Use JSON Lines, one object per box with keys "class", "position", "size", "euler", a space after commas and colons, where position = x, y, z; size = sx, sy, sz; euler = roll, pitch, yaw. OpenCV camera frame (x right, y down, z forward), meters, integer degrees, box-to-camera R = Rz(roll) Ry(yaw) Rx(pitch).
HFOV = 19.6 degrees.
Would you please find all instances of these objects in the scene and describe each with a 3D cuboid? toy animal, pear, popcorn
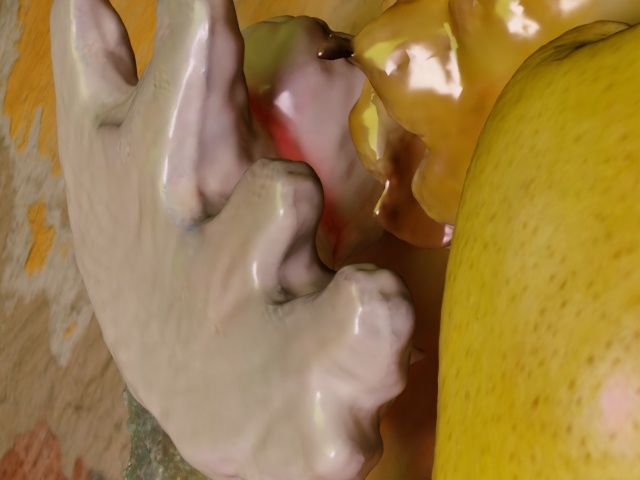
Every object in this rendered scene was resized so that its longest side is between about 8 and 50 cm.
{"class": "toy animal", "position": [0.000, 0.000, 0.915], "size": [0.308, 0.188, 0.266], "euler": [1, 83, 54]}
{"class": "pear", "position": [0.154, 0.067, 0.539], "size": [0.336, 0.285, 0.285], "euler": [40, 116, 21]}
{"class": "popcorn", "position": [0.116, -0.092, 0.750], "size": [0.253, 0.191, 0.190], "euler": [-36, 29, 27]}

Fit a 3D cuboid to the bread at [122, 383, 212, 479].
{"class": "bread", "position": [-0.074, 0.127, 1.086], "size": [0.172, 0.064, 0.232], "euler": [4, 84, 59]}
